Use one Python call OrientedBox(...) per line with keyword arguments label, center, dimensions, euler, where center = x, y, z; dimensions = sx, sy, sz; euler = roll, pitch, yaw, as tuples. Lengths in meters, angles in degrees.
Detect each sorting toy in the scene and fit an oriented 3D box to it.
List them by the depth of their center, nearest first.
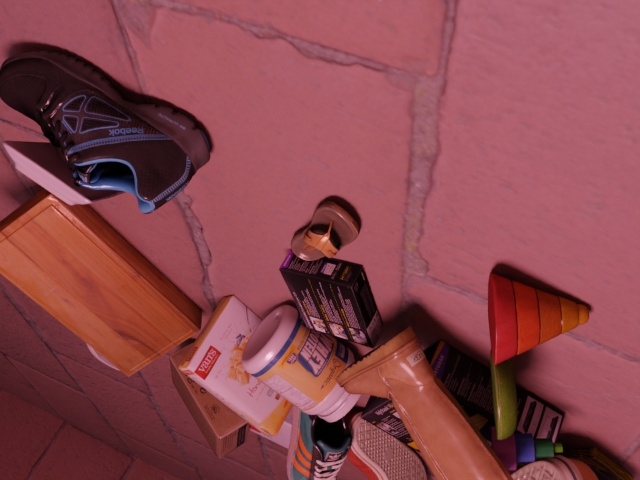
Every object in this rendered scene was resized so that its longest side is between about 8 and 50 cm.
OrientedBox(label="sorting toy", center=(0.301, 0.196, 0.994), dimensions=(0.126, 0.127, 0.365), euler=(-4, 127, 10))

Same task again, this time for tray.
OrientedBox(label="tray", center=(-0.391, -0.100, 1.103), dimensions=(0.145, 0.030, 0.270), euler=(36, -177, -8))
OrientedBox(label="tray", center=(-0.450, 0.088, 1.423), dimensions=(0.203, 0.076, 0.411), euler=(-33, 121, 14))

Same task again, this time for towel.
OrientedBox(label="towel", center=(0.444, 0.419, 1.306), dimensions=(0.102, 0.021, 0.237), euler=(38, 149, -12))

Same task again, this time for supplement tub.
OrientedBox(label="supplement tub", center=(-0.028, 0.227, 1.305), dimensions=(0.200, 0.144, 0.144), euler=(38, 149, -15))

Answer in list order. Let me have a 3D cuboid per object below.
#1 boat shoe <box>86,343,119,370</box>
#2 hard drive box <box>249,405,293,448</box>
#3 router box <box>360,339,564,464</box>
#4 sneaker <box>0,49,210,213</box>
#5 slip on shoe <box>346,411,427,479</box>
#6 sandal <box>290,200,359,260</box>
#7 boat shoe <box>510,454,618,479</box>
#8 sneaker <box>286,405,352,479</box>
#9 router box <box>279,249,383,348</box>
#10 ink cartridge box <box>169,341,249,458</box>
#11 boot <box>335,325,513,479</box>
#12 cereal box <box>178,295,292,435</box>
OrientedBox(label="boat shoe", center=(-0.510, 0.217, 1.737), dimensions=(0.103, 0.118, 0.320), euler=(10, 138, 38))
OrientedBox(label="hard drive box", center=(-0.061, 0.427, 1.686), dimensions=(0.232, 0.089, 0.181), euler=(22, 148, 13))
OrientedBox(label="router box", center=(0.237, 0.312, 1.265), dimensions=(0.243, 0.081, 0.309), euler=(31, 150, -3))
OrientedBox(label="sneaker", center=(-0.330, -0.157, 0.998), dimensions=(0.341, 0.139, 0.125), euler=(24, 151, 13))
OrientedBox(label="slip on shoe", center=(0.140, 0.499, 1.600), dimensions=(0.101, 0.123, 0.331), euler=(1, 134, 52))
OrientedBox(label="sandal", center=(0.000, 0.000, 1.036), dimensions=(0.072, 0.049, 0.180), euler=(36, 149, -9))
OrientedBox(label="boat shoe", center=(0.358, 0.515, 1.302), dimensions=(0.156, 0.186, 0.500), euler=(8, 146, -19))
OrientedBox(label="sneaker", center=(0.001, 0.446, 1.491), dimensions=(0.121, 0.108, 0.302), euler=(21, 115, 58))
OrientedBox(label="router box", center=(0.021, 0.097, 1.167), dimensions=(0.133, 0.046, 0.179), euler=(13, 146, 27))
OrientedBox(label="ink cartridge box", center=(-0.266, 0.380, 1.700), dimensions=(0.234, 0.088, 0.193), euler=(53, 157, 20))
OrientedBox(label="boot", center=(0.148, 0.288, 1.101), dimensions=(0.269, 0.089, 0.236), euler=(57, 153, 9))
OrientedBox(label="cereal box", center=(-0.141, 0.247, 1.404), dimensions=(0.240, 0.173, 0.047), euler=(44, 147, -24))
